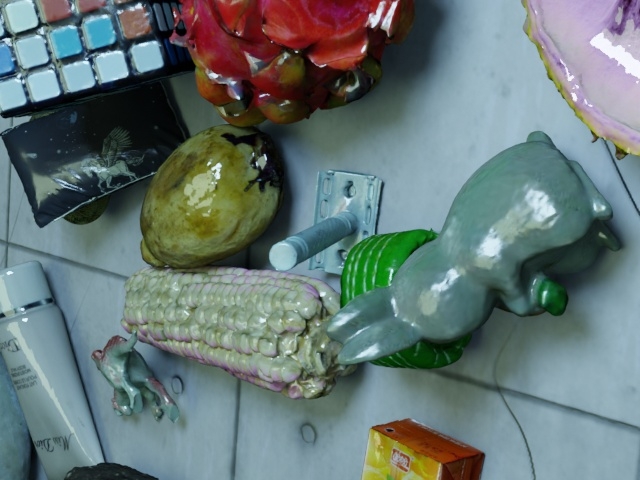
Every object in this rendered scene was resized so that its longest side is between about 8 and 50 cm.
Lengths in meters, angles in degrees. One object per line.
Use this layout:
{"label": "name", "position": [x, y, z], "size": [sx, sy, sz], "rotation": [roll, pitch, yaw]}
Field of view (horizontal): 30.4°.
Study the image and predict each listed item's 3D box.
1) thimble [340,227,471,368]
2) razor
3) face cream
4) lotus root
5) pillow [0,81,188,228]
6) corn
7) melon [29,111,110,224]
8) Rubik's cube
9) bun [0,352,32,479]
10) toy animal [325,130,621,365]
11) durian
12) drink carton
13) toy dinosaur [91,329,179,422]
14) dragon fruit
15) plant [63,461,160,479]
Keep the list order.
{"label": "thimble", "position": [0.079, 0.052, 1.086], "size": [0.090, 0.118, 0.130], "rotation": [-8, 69, 48]}
{"label": "razor", "position": [0.000, 0.000, 1.090], "size": [0.068, 0.232, 0.106], "rotation": [8, 101, 13]}
{"label": "face cream", "position": [-0.359, 0.183, 1.553], "size": [0.143, 0.089, 0.314], "rotation": [-19, 91, 44]}
{"label": "lotus root", "position": [-0.123, -0.037, 1.255], "size": [0.214, 0.138, 0.138], "rotation": [-41, 65, 25]}
{"label": "pillow", "position": [-0.262, -0.111, 1.387], "size": [0.208, 0.055, 0.141], "rotation": [-25, 73, 3]}
{"label": "corn", "position": [-0.095, 0.082, 1.260], "size": [0.335, 0.127, 0.126], "rotation": [12, 101, 47]}
{"label": "melon", "position": [-0.310, -0.097, 1.464], "size": [0.099, 0.099, 0.162], "rotation": [-29, 77, 41]}
{"label": "Rubik's cube", "position": [-0.239, -0.236, 1.195], "size": [0.187, 0.184, 0.182], "rotation": [-14, 97, 6]}
{"label": "bun", "position": [-0.555, 0.297, 1.650], "size": [0.362, 0.211, 0.361], "rotation": [4, 96, 46]}
{"label": "toy animal", "position": [0.121, 0.026, 0.989], "size": [0.251, 0.125, 0.127], "rotation": [-34, 32, 7]}
{"label": "durian", "position": [0.258, -0.176, 0.908], "size": [0.341, 0.112, 0.191], "rotation": [52, 135, 39]}
{"label": "drink carton", "position": [0.084, 0.293, 1.129], "size": [0.096, 0.071, 0.222], "rotation": [19, 105, 42]}
{"label": "toy dinosaur", "position": [-0.232, 0.144, 1.381], "size": [0.167, 0.053, 0.242], "rotation": [47, 158, 27]}
{"label": "dragon fruit", "position": [-0.037, -0.218, 1.099], "size": [0.228, 0.243, 0.307], "rotation": [31, 116, -4]}
{"label": "plant", "position": [-0.225, 0.347, 1.389], "size": [0.203, 0.131, 0.142], "rotation": [15, 100, 41]}
